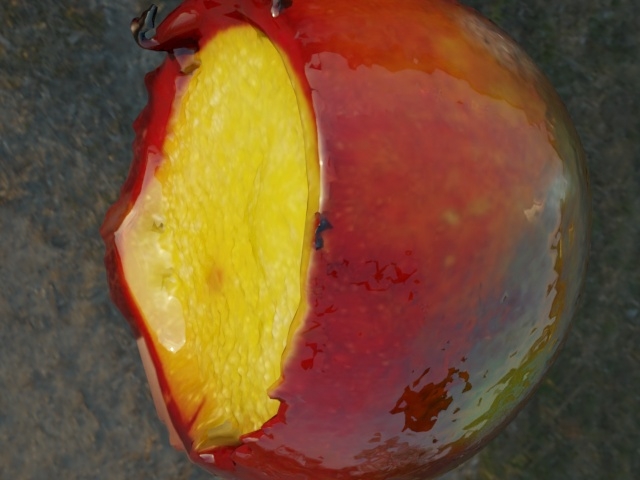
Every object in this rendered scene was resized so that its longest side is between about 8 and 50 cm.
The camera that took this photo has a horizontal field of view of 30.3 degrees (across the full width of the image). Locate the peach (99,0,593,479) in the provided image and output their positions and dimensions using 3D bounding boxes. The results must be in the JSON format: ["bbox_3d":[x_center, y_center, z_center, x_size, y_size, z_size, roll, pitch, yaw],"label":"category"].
[{"bbox_3d":[0.000,0.000,0.451,0.226,0.196,0.190,51,51,-58],"label":"peach"}]
